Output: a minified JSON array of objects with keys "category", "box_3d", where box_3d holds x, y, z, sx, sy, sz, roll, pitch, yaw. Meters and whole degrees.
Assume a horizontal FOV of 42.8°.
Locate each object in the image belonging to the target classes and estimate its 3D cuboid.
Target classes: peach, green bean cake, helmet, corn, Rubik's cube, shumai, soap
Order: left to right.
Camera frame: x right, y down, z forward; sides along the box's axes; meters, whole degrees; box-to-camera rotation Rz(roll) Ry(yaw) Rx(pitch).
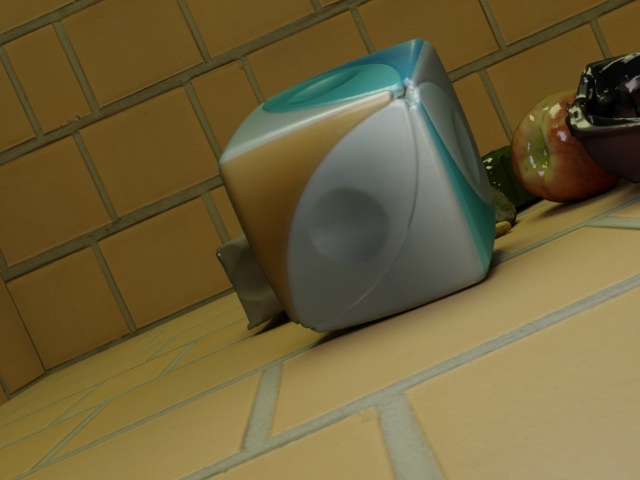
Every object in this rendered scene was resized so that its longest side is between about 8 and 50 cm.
[{"category":"soap","box_3d":[0.000,0.000,1.926,0.435,0.213,0.350,-29,-3,11]},{"category":"Rubik's cube","box_3d":[0.075,-0.095,1.345,0.347,0.352,0.351,-18,19,20]},{"category":"shumai","box_3d":[0.311,-0.050,1.752,0.201,0.201,0.120,-27,-39,-47]},{"category":"corn","box_3d":[0.342,-0.014,1.639,0.083,0.027,0.028,-22,-30,4]},{"category":"green bean cake","box_3d":[0.421,-0.135,2.015,0.246,0.156,0.250,-24,2,-36]},{"category":"peach","box_3d":[0.510,-0.192,1.638,0.256,0.233,0.232,-14,-4,-38]},{"category":"helmet","box_3d":[0.570,-0.201,1.390,0.270,0.197,0.338,-13,31,26]}]
